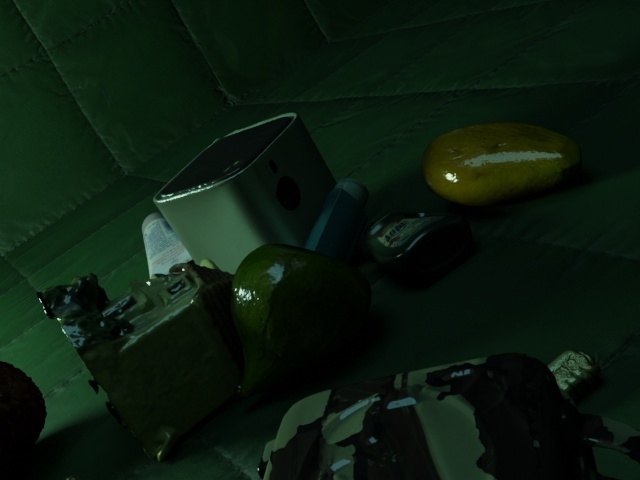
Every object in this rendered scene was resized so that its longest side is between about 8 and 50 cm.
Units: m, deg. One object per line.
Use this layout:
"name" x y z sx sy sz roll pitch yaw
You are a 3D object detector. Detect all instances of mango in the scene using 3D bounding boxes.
"mango" 0.285 -0.125 1.422 0.317 0.119 0.176 0 28 46

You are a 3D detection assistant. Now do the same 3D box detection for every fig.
"fig" -0.041 0.126 1.247 0.203 0.203 0.235 12 84 61

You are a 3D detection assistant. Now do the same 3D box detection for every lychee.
"lychee" -0.572 0.301 1.402 0.261 0.260 0.260 -26 20 10

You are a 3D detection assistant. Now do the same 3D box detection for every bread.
"bread" 0.254 0.152 0.923 0.088 0.033 0.049 -39 36 -14

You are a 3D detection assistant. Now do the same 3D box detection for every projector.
"projector" -0.112 -0.054 1.598 0.248 0.249 0.248 -12 28 39

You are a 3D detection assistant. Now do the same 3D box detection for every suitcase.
"suitcase" 0.111 0.248 0.667 0.339 0.194 0.351 -16 24 18

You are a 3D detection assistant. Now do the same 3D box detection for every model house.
"model house" -0.244 0.126 1.343 0.266 0.261 0.321 -32 26 -14

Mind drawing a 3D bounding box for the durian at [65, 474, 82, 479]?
"durian" -0.372 0.416 1.050 0.191 0.112 0.341 -38 11 4

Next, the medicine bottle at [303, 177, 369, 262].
"medicine bottle" 0.000 0.000 1.446 0.258 0.124 0.079 -63 2 -35

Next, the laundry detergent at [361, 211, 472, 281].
"laundry detergent" 0.139 -0.003 1.392 0.144 0.078 0.222 -33 18 -13

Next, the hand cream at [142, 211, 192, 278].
"hand cream" -0.351 0.013 2.036 0.133 0.083 0.248 -32 31 -3
